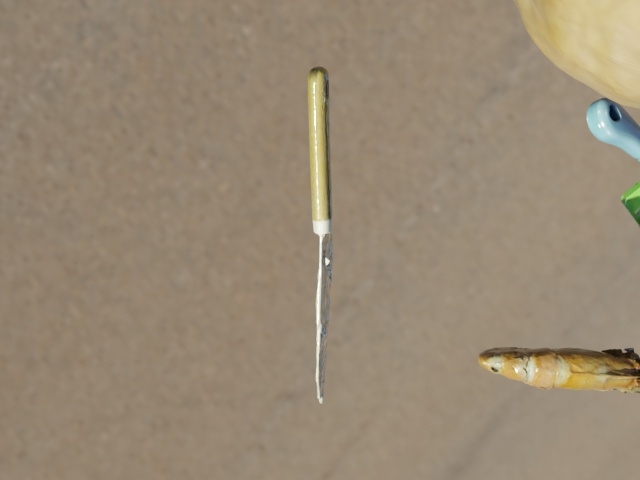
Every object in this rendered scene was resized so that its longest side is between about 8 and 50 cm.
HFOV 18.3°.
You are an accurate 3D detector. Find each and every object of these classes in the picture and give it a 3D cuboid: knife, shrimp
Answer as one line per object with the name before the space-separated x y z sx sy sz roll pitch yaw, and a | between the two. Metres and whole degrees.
knife | 0.389 -0.083 2.298 0.032 0.058 0.244 -27 129 35
shrimp | 0.233 0.113 1.792 0.091 0.184 0.043 -93 -170 -86
knife | 0.003 0.000 1.649 0.047 0.017 0.298 -67 157 -71

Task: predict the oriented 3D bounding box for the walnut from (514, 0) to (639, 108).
walnut | 0.287 -0.264 1.389 0.381 0.381 0.381 -31 158 -14

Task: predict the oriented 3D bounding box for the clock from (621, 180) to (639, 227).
clock | 0.446 -0.020 1.906 0.220 0.255 0.106 -39 123 5
